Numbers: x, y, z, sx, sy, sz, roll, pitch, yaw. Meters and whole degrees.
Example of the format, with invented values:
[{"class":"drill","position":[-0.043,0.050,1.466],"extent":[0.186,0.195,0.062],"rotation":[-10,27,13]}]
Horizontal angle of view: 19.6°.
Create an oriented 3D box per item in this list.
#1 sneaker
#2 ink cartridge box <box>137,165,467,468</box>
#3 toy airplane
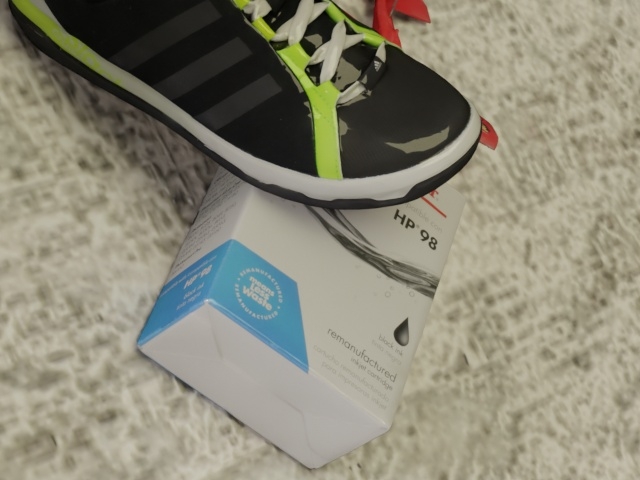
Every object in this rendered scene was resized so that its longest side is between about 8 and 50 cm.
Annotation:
[{"class":"sneaker","position":[-0.039,-0.094,0.792],"extent":[0.234,0.097,0.084],"rotation":[23,51,9]},{"class":"ink cartridge box","position":[0.000,0.000,0.851],"extent":[0.104,0.060,0.180],"rotation":[36,48,-17]},{"class":"toy airplane","position":[0.032,-0.106,0.952],"extent":[0.151,0.028,0.151],"rotation":[26,48,-33]}]
